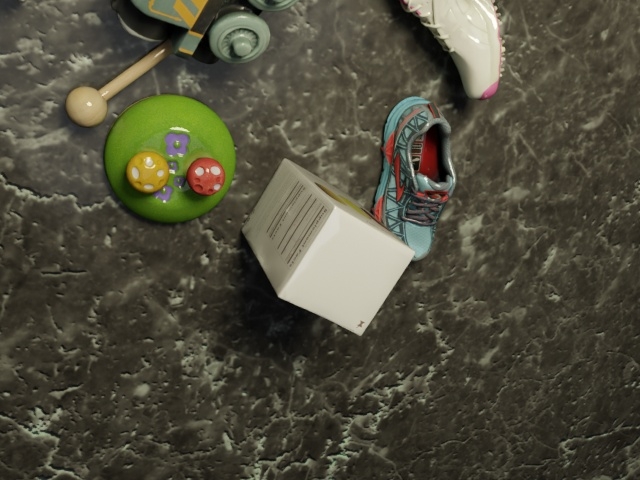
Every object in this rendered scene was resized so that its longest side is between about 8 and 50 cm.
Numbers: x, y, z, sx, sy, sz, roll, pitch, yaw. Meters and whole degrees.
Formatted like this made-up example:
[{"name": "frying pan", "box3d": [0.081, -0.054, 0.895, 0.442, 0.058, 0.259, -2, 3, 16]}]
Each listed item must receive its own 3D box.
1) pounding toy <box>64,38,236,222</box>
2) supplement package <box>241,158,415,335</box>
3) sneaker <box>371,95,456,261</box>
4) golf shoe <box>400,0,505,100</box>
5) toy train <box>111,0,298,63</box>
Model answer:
[{"name": "pounding toy", "box3d": [-0.208, -0.118, 0.853, 0.182, 0.110, 0.237, -31, 117, -6]}, {"name": "supplement package", "box3d": [0.000, 0.000, 0.893, 0.139, 0.244, 0.134, 28, 100, -26]}, {"name": "sneaker", "box3d": [0.146, -0.079, 0.978, 0.104, 0.125, 0.262, -9, 113, -15]}, {"name": "golf shoe", "box3d": [0.168, -0.338, 0.905, 0.140, 0.115, 0.307, -19, 107, -2]}, {"name": "toy train", "box3d": [-0.106, -0.339, 0.719, 0.190, 0.142, 0.334, 9, 146, -35]}]
